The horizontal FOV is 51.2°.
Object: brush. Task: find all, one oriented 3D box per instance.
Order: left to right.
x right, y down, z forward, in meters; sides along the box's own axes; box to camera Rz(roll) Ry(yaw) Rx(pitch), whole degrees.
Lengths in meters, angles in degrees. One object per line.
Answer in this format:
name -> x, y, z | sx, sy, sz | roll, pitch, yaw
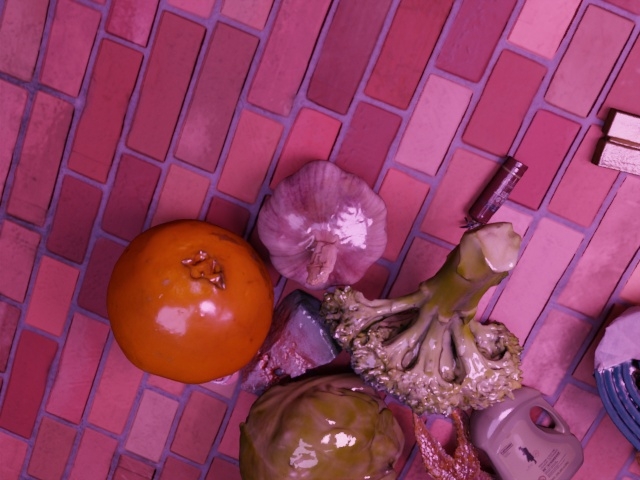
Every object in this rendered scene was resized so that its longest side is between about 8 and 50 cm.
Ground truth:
brush -> 0.609, -0.152, 1.172 | 0.234, 0.047, 0.103 | 15, 108, 3

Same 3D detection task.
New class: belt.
belt -> 0.688, 0.281, 1.139 | 0.437, 0.173, 0.300 | 35, 93, 27

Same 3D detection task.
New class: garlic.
garlic -> 0.000, 0.000, 1.203 | 0.245, 0.253, 0.244 | 2, 115, 5

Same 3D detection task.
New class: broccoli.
broccoli -> 0.250, 0.149, 1.185 | 0.397, 0.274, 0.353 | -41, 141, 26

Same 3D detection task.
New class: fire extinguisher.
fire extinguisher -> 0.320, -0.082, 1.237 | 0.064, 0.043, 0.158 | 16, 116, -42

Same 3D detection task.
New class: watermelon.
watermelon -> -0.075, 0.223, 1.370 | 0.241, 0.094, 0.154 | -42, 90, 20

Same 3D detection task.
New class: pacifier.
pacifier -> -0.223, 0.275, 1.410 | 0.099, 0.081, 0.078 | 33, 136, -2

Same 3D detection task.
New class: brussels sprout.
brussels sprout -> -0.005, 0.405, 1.316 | 0.328, 0.247, 0.327 | -16, 132, -19

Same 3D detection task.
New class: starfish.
starfish -> 0.258, 0.488, 1.332 | 0.299, 0.060, 0.302 | 38, 65, -18

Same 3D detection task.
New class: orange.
orange -> -0.239, 0.113, 1.243 | 0.313, 0.312, 0.311 | 2, 107, 7

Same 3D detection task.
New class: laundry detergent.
laundry detergent -> 0.394, 0.387, 1.335 | 0.181, 0.091, 0.253 | -42, 97, 1

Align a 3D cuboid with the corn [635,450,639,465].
corn -> 0.730, 0.499, 1.324 | 0.093, 0.093, 0.244 | -40, 98, 17
